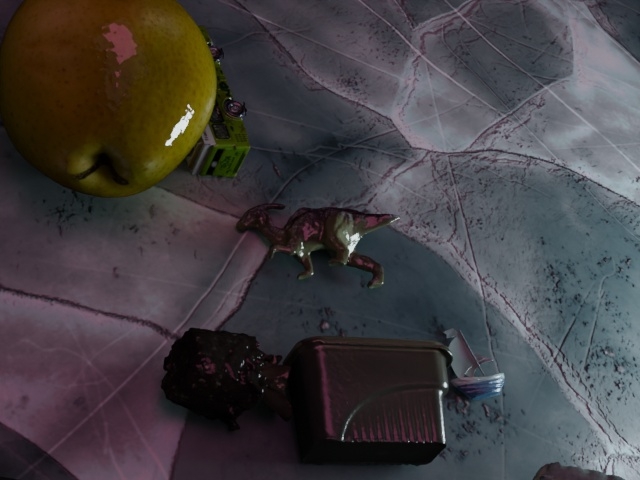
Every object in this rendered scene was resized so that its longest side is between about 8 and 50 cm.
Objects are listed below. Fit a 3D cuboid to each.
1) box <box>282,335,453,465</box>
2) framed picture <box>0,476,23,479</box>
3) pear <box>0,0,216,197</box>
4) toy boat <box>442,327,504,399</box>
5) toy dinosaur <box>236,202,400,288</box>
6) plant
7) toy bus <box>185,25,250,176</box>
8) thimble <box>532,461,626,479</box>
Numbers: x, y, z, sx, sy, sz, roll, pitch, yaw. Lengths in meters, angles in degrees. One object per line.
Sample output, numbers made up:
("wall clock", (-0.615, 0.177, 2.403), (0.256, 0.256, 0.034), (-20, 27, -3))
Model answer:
("box", (0.083, 0.261, 1.841), (0.274, 0.138, 0.178), (4, 57, -18))
("framed picture", (-0.466, 0.446, 1.452), (0.265, 0.016, 0.347), (21, 44, -36))
("pear", (-0.355, -0.265, 1.914), (0.363, 0.362, 0.418), (5, 49, -21))
("toy boat", (0.255, 0.217, 2.008), (0.105, 0.034, 0.149), (-27, 68, -40))
("toy dinosaur", (0.000, -0.005, 2.047), (0.294, 0.077, 0.162), (8, 50, -17))
("plant", (-0.136, 0.211, 1.772), (0.203, 0.131, 0.142), (20, 41, -22))
("toy bus", (-0.233, -0.261, 2.129), (0.139, 0.113, 0.301), (-6, 58, -29))
("thimble", (0.406, 0.463, 1.760), (0.250, 0.205, 0.172), (38, 51, -14))
